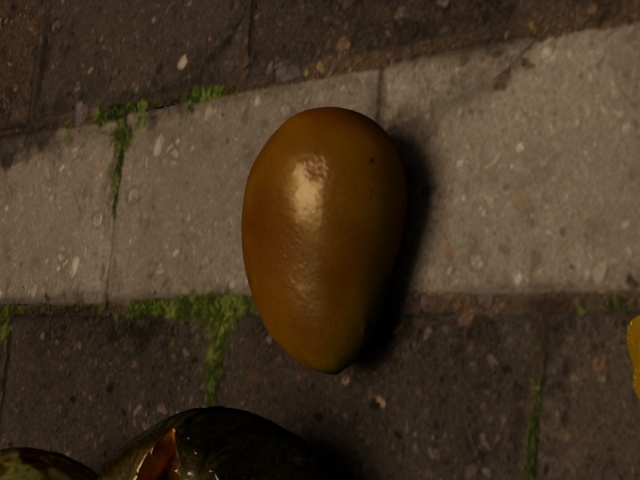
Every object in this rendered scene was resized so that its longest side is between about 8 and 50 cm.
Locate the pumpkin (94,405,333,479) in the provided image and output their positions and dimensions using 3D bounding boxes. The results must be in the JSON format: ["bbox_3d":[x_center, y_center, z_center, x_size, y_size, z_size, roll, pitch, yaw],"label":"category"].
[{"bbox_3d":[-0.107,0.320,1.577,0.320,0.192,0.320,-12,69,33],"label":"pumpkin"}]

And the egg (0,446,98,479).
[{"bbox_3d":[-0.317,0.361,1.836,0.289,0.238,0.238,24,101,33],"label":"egg"}]

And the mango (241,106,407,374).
[{"bbox_3d":[-0.003,-0.005,1.596,0.175,0.139,0.255,28,110,55],"label":"mango"}]

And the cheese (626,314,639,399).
[{"bbox_3d":[0.329,0.056,1.207,0.270,0.069,0.177,-25,63,47],"label":"cheese"}]
